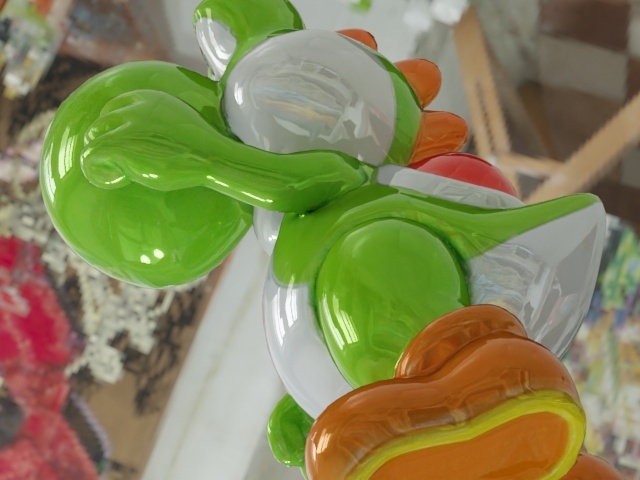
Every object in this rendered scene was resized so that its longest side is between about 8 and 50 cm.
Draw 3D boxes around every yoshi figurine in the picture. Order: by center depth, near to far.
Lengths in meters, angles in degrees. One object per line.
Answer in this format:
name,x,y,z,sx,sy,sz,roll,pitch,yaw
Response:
yoshi figurine,-0.021,0.018,0.725,0.203,0.362,0.204,8,123,-30
